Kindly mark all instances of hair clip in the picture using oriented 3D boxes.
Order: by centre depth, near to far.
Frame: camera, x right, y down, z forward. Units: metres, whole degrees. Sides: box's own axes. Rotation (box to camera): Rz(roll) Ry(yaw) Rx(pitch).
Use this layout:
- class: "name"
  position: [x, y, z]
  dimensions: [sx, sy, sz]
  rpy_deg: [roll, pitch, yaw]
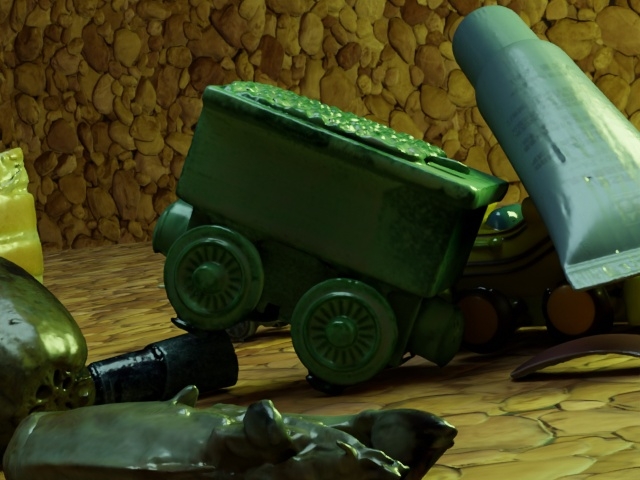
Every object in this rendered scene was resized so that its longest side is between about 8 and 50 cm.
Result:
- class: "hair clip"
  position: [0.203, 0.084, 1.196]
  dimensions: [0.137, 0.022, 0.054]
  rpy_deg: [-6, 7, 29]

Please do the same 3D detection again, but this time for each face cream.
- class: "face cream"
  position: [0.195, -0.080, 1.320]
  dimensions: [0.136, 0.086, 0.385]
  rpy_deg: [-13, 34, -8]

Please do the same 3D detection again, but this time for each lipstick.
- class: "lipstick"
  position: [-0.183, 0.123, 1.332]
  dimensions: [0.234, 0.053, 0.053]
  rpy_deg: [-15, 6, -23]

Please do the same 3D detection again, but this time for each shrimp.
- class: "shrimp"
  position: [-0.038, 0.117, 0.903]
  dimensions: [0.247, 0.085, 0.360]
  rpy_deg: [-3, -3, -28]

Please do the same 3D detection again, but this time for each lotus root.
- class: "lotus root"
  position: [-0.254, 0.080, 1.234]
  dimensions: [0.123, 0.124, 0.241]
  rpy_deg: [-17, 28, -33]

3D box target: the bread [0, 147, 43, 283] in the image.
- class: "bread"
  position: [-0.420, 0.027, 1.803]
  dimensions: [0.246, 0.239, 0.111]
  rpy_deg: [-9, 8, -42]

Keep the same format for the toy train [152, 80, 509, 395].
- class: "toy train"
  position: [0.000, 0.000, 1.312]
  dimensions: [0.266, 0.201, 0.145]
  rpy_deg: [22, 10, 14]

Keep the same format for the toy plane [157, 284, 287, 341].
- class: "toy plane"
  position: [-0.029, 0.046, 1.700]
  dimensions: [0.255, 0.101, 0.251]
  rpy_deg: [-2, 6, 29]

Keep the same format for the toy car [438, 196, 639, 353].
- class: "toy car"
  position: [0.204, 0.009, 1.390]
  dimensions: [0.248, 0.142, 0.200]
  rpy_deg: [-7, 4, 29]
